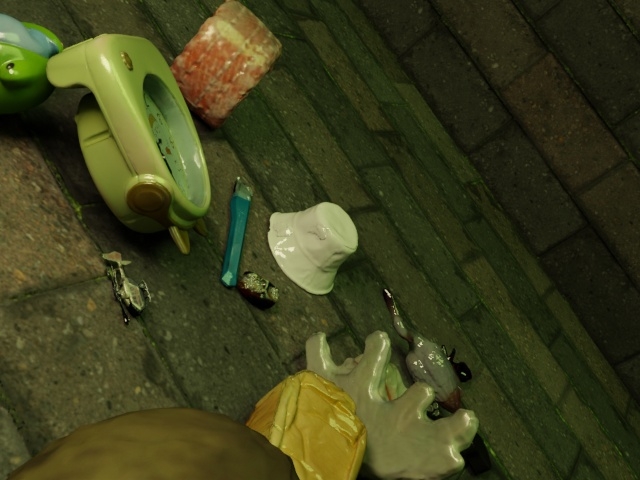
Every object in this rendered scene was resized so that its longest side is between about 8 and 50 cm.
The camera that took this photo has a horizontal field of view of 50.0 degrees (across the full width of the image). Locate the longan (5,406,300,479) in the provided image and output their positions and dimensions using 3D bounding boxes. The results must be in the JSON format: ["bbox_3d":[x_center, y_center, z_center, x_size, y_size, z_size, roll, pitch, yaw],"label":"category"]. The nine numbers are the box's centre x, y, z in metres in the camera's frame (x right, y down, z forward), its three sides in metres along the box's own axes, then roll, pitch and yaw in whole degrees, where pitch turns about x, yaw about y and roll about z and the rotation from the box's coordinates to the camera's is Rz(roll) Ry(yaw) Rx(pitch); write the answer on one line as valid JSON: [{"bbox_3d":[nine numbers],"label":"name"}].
[{"bbox_3d":[-0.130,0.339,0.580,0.391,0.391,0.391,36,33,-27],"label":"longan"}]

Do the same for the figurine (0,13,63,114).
[{"bbox_3d":[-0.469,-0.272,1.034,0.162,0.143,0.263,2,23,-7],"label":"figurine"}]

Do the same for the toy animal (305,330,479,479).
[{"bbox_3d":[0.135,0.298,1.173,0.188,0.307,0.266,47,41,-48],"label":"toy animal"}]

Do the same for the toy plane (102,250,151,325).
[{"bbox_3d":[-0.289,0.069,1.026,0.049,0.031,0.121,-2,61,-46],"label":"toy plane"}]

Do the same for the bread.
[{"bbox_3d":[-0.033,0.316,1.010,0.179,0.133,0.250,42,29,-16],"label":"bread"}]

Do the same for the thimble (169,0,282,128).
[{"bbox_3d":[-0.201,-0.364,1.422,0.162,0.239,0.239,41,30,-12],"label":"thimble"}]

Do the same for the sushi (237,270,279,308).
[{"bbox_3d":[-0.116,0.096,1.251,0.083,0.044,0.046,35,55,-26],"label":"sushi"}]

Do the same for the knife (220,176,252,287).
[{"bbox_3d":[-0.163,-0.021,1.318,0.044,0.026,0.297,34,36,-25],"label":"knife"}]

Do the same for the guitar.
[{"bbox_3d":[0.282,0.395,1.422,0.271,0.038,0.084,48,21,-34],"label":"guitar"}]

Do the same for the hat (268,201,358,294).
[{"bbox_3d":[0.000,0.000,1.425,0.203,0.126,0.203,38,33,-30],"label":"hat"}]

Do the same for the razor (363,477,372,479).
[{"bbox_3d":[0.128,0.399,1.249,0.111,0.056,0.277,54,36,6],"label":"razor"}]

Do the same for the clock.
[{"bbox_3d":[-0.279,-0.145,1.096,0.286,0.117,0.349,-75,146,-76],"label":"clock"}]

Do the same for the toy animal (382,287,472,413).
[{"bbox_3d":[0.232,0.263,1.503,0.324,0.090,0.195,42,22,-36],"label":"toy animal"}]
